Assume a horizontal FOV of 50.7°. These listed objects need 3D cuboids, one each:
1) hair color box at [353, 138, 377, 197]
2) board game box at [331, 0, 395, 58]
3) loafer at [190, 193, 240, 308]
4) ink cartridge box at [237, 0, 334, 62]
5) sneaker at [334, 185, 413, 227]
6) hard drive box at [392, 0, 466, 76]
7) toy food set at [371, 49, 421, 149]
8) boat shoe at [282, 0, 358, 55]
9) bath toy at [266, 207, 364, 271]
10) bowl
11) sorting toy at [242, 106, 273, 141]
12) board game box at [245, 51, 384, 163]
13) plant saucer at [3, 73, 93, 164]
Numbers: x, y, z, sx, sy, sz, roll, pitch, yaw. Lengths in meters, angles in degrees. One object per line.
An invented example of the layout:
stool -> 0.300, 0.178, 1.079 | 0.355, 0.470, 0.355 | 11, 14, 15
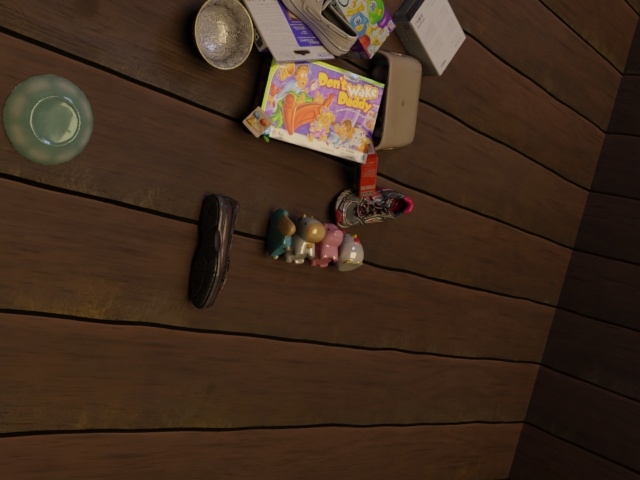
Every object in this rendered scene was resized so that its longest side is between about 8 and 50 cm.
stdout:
hair color box -> 0.134, -0.219, 2.031 | 0.053, 0.093, 0.167 | -9, 143, -5
board game box -> 0.062, -0.651, 1.857 | 0.142, 0.144, 0.275 | -54, 131, -17
loafer -> -0.266, 0.032, 1.772 | 0.095, 0.109, 0.302 | 5, 95, -48
ink cartridge box -> -0.089, -0.537, 1.739 | 0.206, 0.045, 0.208 | -16, 74, -41
sneaker -> 0.164, -0.110, 2.126 | 0.299, 0.112, 0.121 | -17, 113, -38
hard drive box -> 0.346, -0.671, 2.154 | 0.181, 0.089, 0.232 | -56, 131, -16
toy food set -> 0.218, -0.432, 2.108 | 0.220, 0.092, 0.306 | -15, 114, -56
boat shoe -> -0.004, -0.600, 1.750 | 0.258, 0.084, 0.095 | 43, 45, -11
bath toy -> 0.000, 0.000, 2.001 | 0.348, 0.151, 0.129 | 15, 56, -45
bowl -> -0.254, -0.504, 1.647 | 0.170, 0.080, 0.170 | -13, 110, -40
sorting toy -> -0.151, -0.295, 1.738 | 0.062, 0.012, 0.083 | -45, 105, -6
board game box -> -0.011, -0.364, 1.852 | 0.347, 0.078, 0.233 | 11, 94, -28
plant saucer -> -0.573, -0.256, 1.449 | 0.195, 0.037, 0.195 | -14, 111, -39
